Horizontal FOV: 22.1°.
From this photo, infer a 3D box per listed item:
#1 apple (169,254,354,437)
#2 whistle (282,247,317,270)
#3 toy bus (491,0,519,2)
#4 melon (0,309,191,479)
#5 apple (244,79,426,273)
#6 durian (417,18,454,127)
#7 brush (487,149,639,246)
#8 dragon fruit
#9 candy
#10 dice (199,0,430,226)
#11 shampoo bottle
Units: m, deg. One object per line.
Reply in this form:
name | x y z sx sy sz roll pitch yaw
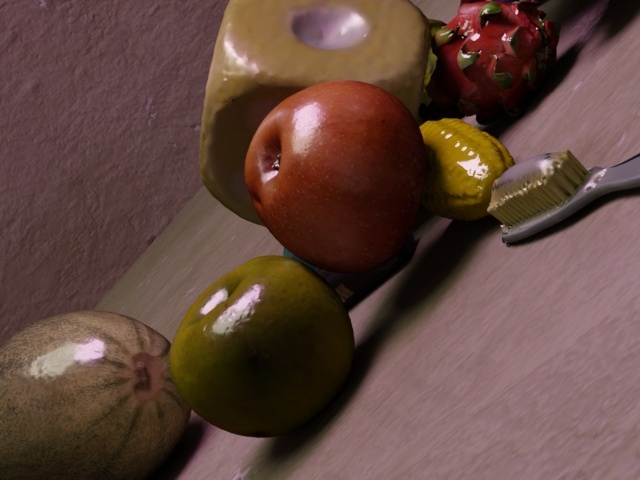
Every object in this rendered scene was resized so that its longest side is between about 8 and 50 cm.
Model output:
apple | -0.056 0.110 1.655 0.196 0.157 0.196 -46 12 13
whistle | 0.000 0.000 2.021 0.274 0.093 0.186 -101 29 -81
toy bus | 0.305 -0.475 2.253 0.138 0.175 0.287 -9 37 48
melon | -0.296 0.208 2.028 0.329 0.248 0.248 -31 20 46
apple | 0.011 -0.066 1.665 0.201 0.162 0.201 -169 90 -73
durian | 0.050 -0.175 2.185 0.340 0.204 0.256 -35 16 4
brush | 0.219 -0.058 1.419 0.068 0.060 0.297 -50 10 -24
dragon fruit | 0.183 -0.203 1.901 0.137 0.135 0.236 -57 9 -26
candy | 0.148 -0.068 1.668 0.106 0.094 0.199 -44 16 -3
dice | -0.006 -0.157 1.895 0.227 0.238 0.233 -78 -3 -48
shampoo bottle | 0.021 0.044 1.857 0.208 0.057 0.063 -40 14 35
